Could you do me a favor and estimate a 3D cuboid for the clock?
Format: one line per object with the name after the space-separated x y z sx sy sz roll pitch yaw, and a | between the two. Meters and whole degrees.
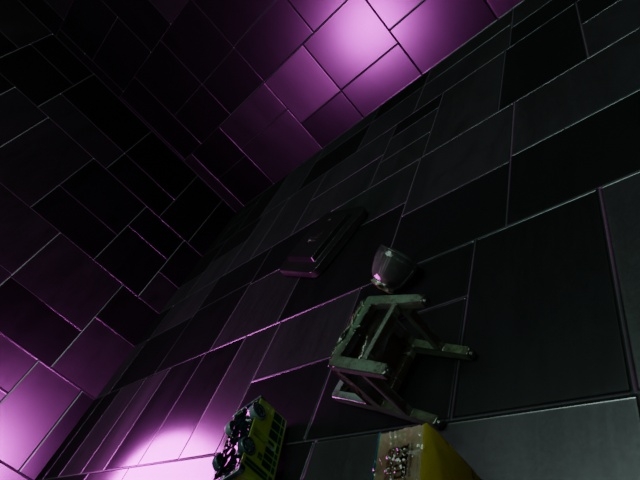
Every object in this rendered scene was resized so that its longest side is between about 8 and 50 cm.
0.000 -0.001 1.482 0.273 0.049 0.278 -51 19 -20 | clock

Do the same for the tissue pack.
0.109 0.295 0.482 0.082 0.120 0.169 -30 21 32 | tissue pack

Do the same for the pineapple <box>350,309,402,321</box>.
0.120 0.147 0.904 0.124 0.058 0.058 -25 25 31 | pineapple

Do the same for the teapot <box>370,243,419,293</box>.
0.152 0.068 0.985 0.092 0.124 0.091 32 93 30 | teapot

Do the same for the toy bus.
-0.123 0.377 0.835 0.088 0.101 0.175 -38 14 19 | toy bus

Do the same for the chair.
0.084 0.181 0.748 0.270 0.147 0.136 -11 38 57 | chair
